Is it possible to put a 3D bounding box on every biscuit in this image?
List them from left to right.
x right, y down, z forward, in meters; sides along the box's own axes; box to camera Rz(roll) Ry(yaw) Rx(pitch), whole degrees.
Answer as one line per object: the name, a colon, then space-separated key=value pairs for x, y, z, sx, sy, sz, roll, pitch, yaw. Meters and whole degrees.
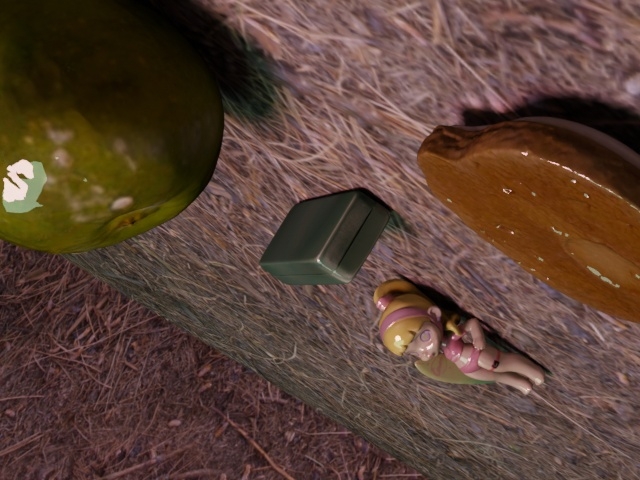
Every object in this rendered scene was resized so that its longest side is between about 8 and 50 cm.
biscuit: x=0.158 y=-0.016 z=0.681 sx=0.181 sy=0.049 sz=0.208 roll=38 pitch=166 yaw=-16

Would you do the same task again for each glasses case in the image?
glasses case: x=0.000 y=0.000 z=1.049 sx=0.039 sy=0.077 sz=0.184 roll=34 pitch=167 yaw=-15

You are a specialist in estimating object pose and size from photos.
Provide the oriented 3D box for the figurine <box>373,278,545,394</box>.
figurine: x=0.136 y=0.102 z=1.140 sx=0.187 sy=0.083 sz=0.083 roll=23 pitch=168 yaw=-6

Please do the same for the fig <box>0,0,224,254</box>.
fig: x=-0.199 y=-0.134 z=0.917 sx=0.233 sy=0.233 sz=0.314 roll=54 pitch=-160 yaw=-55
